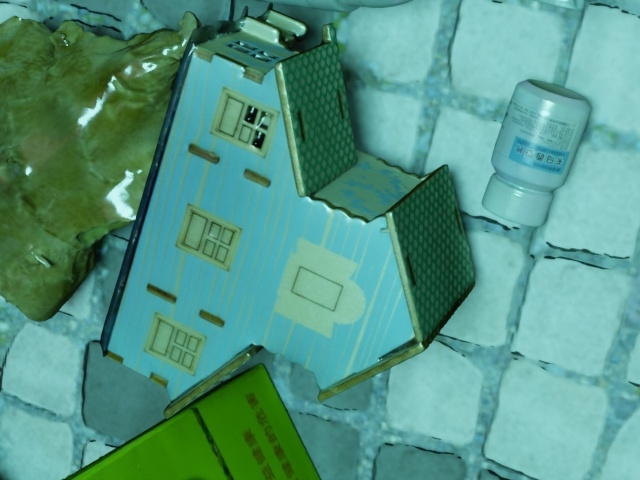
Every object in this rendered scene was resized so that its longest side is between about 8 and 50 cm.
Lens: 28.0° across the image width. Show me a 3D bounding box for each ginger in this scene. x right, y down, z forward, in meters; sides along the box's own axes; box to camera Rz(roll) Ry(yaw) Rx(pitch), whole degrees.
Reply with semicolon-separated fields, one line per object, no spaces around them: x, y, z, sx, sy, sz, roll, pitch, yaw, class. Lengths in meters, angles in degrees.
-0.184;-0.083;0.949;0.270;0.123;0.219;-42;86;15;ginger

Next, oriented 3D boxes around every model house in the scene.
0.000;0.000;0.849;0.206;0.178;0.271;25;110;14;model house

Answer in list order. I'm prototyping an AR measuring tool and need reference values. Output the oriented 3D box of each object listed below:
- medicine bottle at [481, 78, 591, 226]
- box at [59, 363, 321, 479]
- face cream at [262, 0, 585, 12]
0.141;-0.058;0.846;0.052;0.052;0.089;23;109;18;medicine bottle
-0.079;0.210;0.837;0.047;0.335;0.187;-26;89;23;box
0.002;-0.221;0.827;0.369;0.145;0.145;14;105;19;face cream
